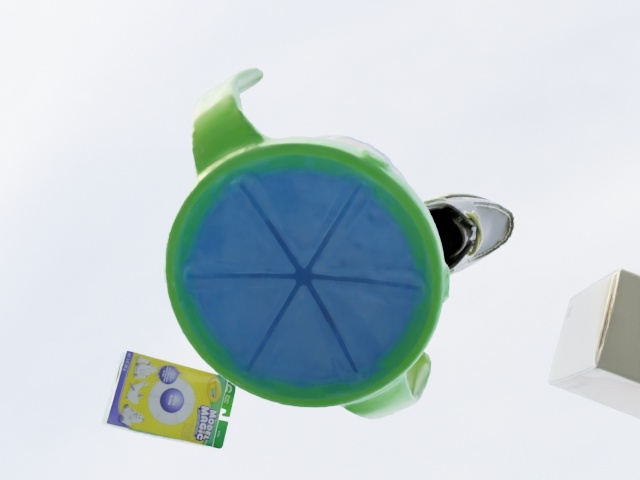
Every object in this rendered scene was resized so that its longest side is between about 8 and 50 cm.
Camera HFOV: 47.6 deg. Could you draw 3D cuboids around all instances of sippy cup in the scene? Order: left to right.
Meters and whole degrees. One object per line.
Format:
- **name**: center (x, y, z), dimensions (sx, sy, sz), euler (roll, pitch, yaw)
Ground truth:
- **sippy cup**: center (0.000, 0.000, 0.686), dimensions (0.239, 0.224, 0.306), euler (7, -70, 7)

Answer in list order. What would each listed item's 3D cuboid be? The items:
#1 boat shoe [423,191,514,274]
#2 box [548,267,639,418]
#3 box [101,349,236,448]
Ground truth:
- **boat shoe**: center (0.148, -0.001, 0.919), dimensions (0.091, 0.304, 0.109), euler (6, -77, 54)
- **box**: center (0.441, 0.155, 0.827), dimensions (0.311, 0.148, 0.121), euler (20, -109, 4)
- **box**: center (-0.208, 0.231, 1.034), dimensions (0.179, 0.043, 0.105), euler (20, -112, -23)
